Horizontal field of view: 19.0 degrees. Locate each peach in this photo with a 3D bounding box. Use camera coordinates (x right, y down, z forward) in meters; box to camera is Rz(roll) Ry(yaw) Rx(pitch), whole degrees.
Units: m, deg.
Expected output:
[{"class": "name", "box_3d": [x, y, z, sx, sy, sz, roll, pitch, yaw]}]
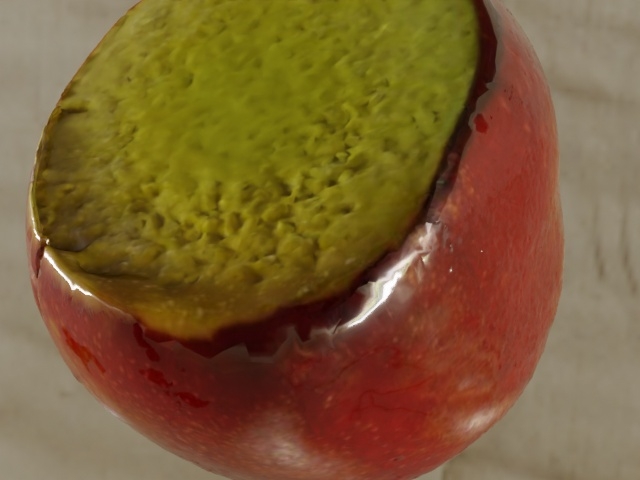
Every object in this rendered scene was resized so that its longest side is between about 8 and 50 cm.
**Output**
[{"class": "peach", "box_3d": [0.000, 0.000, 0.883, 0.248, 0.245, 0.275, -32, -154, 32]}]
